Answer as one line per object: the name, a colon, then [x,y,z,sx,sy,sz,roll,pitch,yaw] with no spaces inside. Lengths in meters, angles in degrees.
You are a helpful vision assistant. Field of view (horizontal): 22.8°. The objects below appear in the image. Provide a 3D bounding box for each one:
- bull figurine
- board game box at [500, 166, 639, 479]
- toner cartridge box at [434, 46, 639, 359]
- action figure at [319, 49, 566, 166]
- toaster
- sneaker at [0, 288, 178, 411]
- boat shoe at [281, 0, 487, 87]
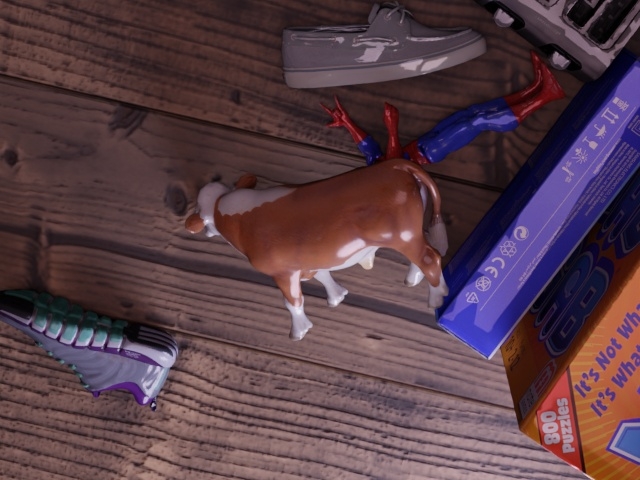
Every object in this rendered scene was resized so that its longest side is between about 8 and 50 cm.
bull figurine: [0.000,0.000,1.733,0.310,0.101,0.188,-12,119,34]
board game box: [0.436,0.095,1.639,0.356,0.356,0.356,32,101,-4]
toner cartridge box: [0.253,-0.046,1.720,0.075,0.165,0.348,35,102,-4]
action figure: [0.112,-0.138,1.746,0.280,0.091,0.139,-35,105,8]
toaster: [0.276,-0.281,1.693,0.168,0.110,0.185,37,98,-5]
sneaker: [-0.282,0.130,1.829,0.224,0.083,0.098,18,107,-1]
boat shoe: [0.066,-0.219,1.736,0.228,0.079,0.081,-7,106,8]
